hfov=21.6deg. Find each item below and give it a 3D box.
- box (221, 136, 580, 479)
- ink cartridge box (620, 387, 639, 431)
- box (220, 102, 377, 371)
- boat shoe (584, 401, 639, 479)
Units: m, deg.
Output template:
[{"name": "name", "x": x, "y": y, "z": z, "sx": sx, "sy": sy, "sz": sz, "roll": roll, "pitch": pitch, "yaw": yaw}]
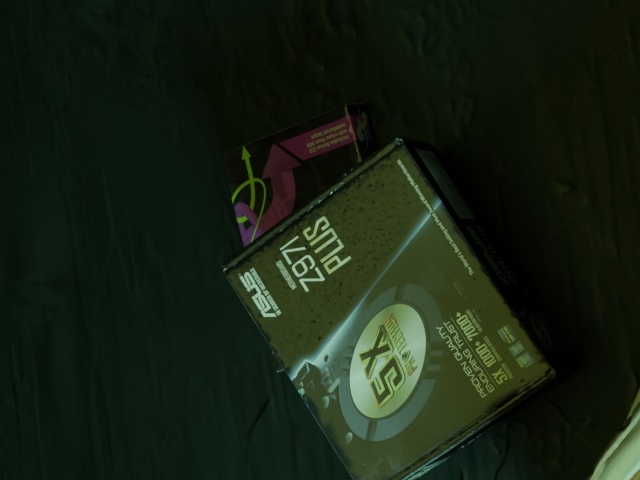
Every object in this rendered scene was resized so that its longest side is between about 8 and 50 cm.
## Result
[{"name": "box", "x": 0.051, "y": 0.049, "z": 1.063, "sx": 0.147, "sy": 0.077, "sz": 0.180, "roll": -35, "pitch": 78, "yaw": 17}, {"name": "ink cartridge box", "x": 0.236, "y": 0.158, "z": 0.969, "sx": 0.139, "sy": 0.082, "sz": 0.191, "roll": 29, "pitch": 109, "yaw": 30}, {"name": "box", "x": 0.000, "y": 0.000, "z": 1.152, "sx": 0.116, "sy": 0.029, "sz": 0.162, "roll": -20, "pitch": 83, "yaw": 34}, {"name": "boat shoe", "x": 0.216, "y": 0.124, "z": 0.862, "sx": 0.116, "sy": 0.123, "sz": 0.324, "roll": 33, "pitch": 110, "yaw": 26}]
